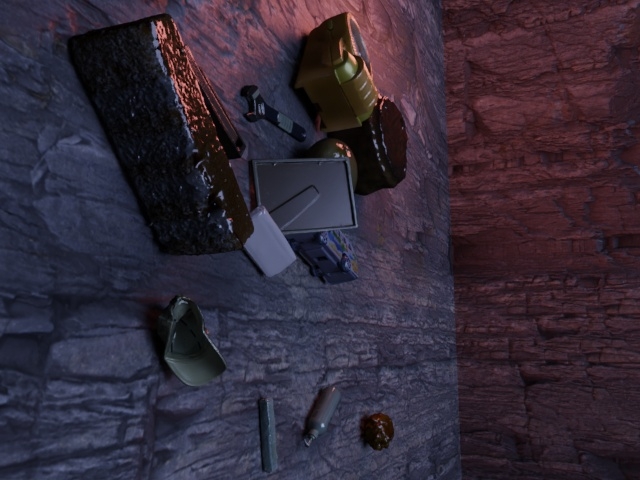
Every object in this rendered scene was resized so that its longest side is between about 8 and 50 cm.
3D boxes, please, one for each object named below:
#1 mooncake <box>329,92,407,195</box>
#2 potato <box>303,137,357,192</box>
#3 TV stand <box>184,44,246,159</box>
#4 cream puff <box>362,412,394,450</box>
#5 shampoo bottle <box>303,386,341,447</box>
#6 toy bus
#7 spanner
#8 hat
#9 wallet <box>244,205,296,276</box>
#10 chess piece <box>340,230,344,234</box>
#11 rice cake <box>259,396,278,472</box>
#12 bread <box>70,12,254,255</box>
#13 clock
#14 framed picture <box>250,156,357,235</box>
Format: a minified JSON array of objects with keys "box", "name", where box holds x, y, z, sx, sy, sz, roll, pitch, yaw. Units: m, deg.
[{"box":[0.167,-0.314,1.881,0.324,0.187,0.324,28,58,-60],"name":"mooncake"},{"box":[0.029,-0.185,1.614,0.178,0.160,0.235,-52,149,-21],"name":"potato"},{"box":[-0.235,-0.278,1.194,0.256,0.049,0.040,61,33,-39],"name":"TV stand"},{"box":[0.184,0.618,1.869,0.122,0.094,0.116,49,34,-16],"name":"cream puff"},{"box":[-0.001,0.477,1.544,0.195,0.056,0.056,-55,134,-52],"name":"shampoo bottle"},{"box":[0.000,0.000,1.575,0.330,0.109,0.136,50,34,-50],"name":"toy bus"},{"box":[-0.111,-0.309,1.490,0.316,0.024,0.087,19,70,-64],"name":"spanner"},{"box":[-0.229,0.178,1.041,0.166,0.122,0.081,51,16,-6],"name":"hat"},{"box":[-0.128,0.009,1.332,0.033,0.095,0.190,51,-8,47],"name":"wallet"},{"box":[0.063,0.013,1.775,0.042,0.042,0.093,-70,149,-41],"name":"chess piece"},{"box":[-0.120,0.448,1.331,0.033,0.029,0.171,-1,86,-68],"name":"rice cake"},{"box":[-0.261,-0.165,0.993,0.113,0.165,0.417,-64,140,-55],"name":"bread"},{"box":[0.055,-0.510,1.689,0.244,0.200,0.317,56,30,-51],"name":"clock"},{"box":[-0.035,-0.111,1.403,0.260,0.023,0.189,-6,85,-22],"name":"framed picture"}]
